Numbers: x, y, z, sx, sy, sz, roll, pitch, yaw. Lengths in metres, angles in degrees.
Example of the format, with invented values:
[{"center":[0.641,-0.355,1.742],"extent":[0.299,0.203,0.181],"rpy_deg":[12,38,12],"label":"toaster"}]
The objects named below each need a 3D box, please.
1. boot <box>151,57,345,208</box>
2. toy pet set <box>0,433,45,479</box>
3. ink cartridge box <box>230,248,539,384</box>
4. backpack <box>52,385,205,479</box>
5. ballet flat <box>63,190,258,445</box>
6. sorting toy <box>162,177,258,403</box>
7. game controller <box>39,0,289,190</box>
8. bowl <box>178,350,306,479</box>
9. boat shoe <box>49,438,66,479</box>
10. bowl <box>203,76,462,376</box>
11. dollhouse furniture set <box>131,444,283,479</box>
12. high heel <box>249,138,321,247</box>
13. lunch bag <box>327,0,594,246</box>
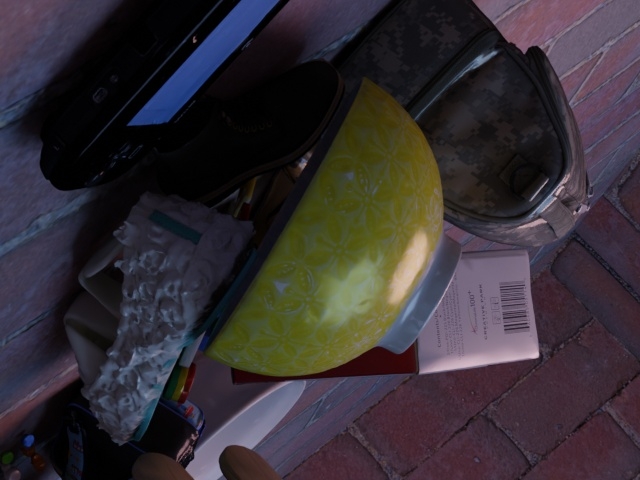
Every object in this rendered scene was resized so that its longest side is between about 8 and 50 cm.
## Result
[{"center":[-0.064,-0.110,1.290],"extent":[0.198,0.077,0.137],"rpy_deg":[-42,162,-9],"label":"boot"},{"center":[-0.382,0.289,1.699],"extent":[0.122,0.065,0.114],"rpy_deg":[-39,132,-28],"label":"toy pet set"},{"center":[0.040,0.092,1.666],"extent":[0.272,0.130,0.309],"rpy_deg":[-2,175,-42],"label":"ink cartridge box"},{"center":[-0.232,0.243,1.726],"extent":[0.117,0.158,0.173],"rpy_deg":[-54,176,-40],"label":"backpack"},{"center":[-0.173,0.067,1.401],"extent":[0.147,0.147,0.409],"rpy_deg":[-34,169,-33],"label":"ballet flat"},{"center":[-0.099,0.045,1.548],"extent":[0.132,0.046,0.274],"rpy_deg":[-85,-163,-53],"label":"sorting toy"},{"center":[-0.081,-0.158,1.088],"extent":[0.319,0.067,0.166],"rpy_deg":[-45,167,13],"label":"game controller"},{"center":[-0.172,0.236,1.934],"extent":[0.298,0.134,0.298],"rpy_deg":[-41,168,-11],"label":"bowl"},{"center":[-0.266,0.313,1.809],"extent":[0.064,0.178,0.060],"rpy_deg":[-41,171,-25],"label":"boat shoe"},{"center":[0.032,0.014,1.308],"extent":[0.289,0.156,0.289],"rpy_deg":[-60,-176,8],"label":"bowl"},{"center":[-0.270,0.363,1.513],"extent":[0.394,0.256,0.362],"rpy_deg":[7,122,-53],"label":"dollhouse furniture set"},{"center":[-0.046,-0.025,1.586],"extent":[0.186,0.093,0.261],"rpy_deg":[-39,167,6],"label":"high heel"},{"center":[0.166,-0.111,1.550],"extent":[0.212,0.256,0.305],"rpy_deg":[-44,168,7],"label":"lunch bag"}]
